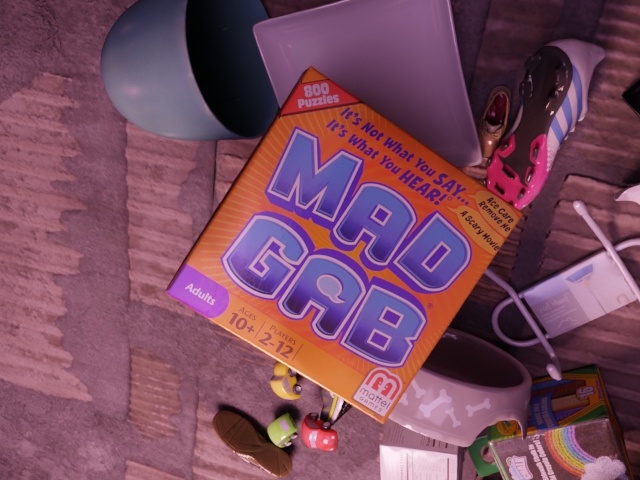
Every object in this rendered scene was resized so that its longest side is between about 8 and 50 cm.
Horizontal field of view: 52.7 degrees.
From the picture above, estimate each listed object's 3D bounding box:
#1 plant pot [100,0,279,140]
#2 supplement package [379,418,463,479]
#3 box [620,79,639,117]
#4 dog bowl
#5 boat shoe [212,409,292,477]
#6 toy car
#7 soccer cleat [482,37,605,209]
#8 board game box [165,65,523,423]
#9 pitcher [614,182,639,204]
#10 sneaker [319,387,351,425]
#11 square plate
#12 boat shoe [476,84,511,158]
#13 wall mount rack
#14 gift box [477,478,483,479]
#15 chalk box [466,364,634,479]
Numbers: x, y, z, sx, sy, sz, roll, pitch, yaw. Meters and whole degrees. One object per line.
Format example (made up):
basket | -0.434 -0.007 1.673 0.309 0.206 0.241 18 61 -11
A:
plant pot | -0.243 -0.312 1.156 0.235 0.293 0.293 -4 110 26
supplement package | 0.214 0.424 1.316 0.145 0.262 0.204 2 112 16
box | 0.608 -0.260 0.973 0.103 0.184 0.261 45 117 -3
dog bowl | 0.230 0.250 1.212 0.349 0.349 0.102 17 101 10
boat shoe | -0.169 0.498 1.563 0.223 0.080 0.073 33 150 8
toy car | -0.072 0.412 1.474 0.239 0.053 0.225 55 138 26
soccer cleat | 0.389 -0.186 1.109 0.116 0.143 0.331 49 146 35
board game box | 0.017 -0.005 1.033 0.356 0.356 0.356 33 93 -9
pitcher | 0.638 -0.057 1.089 0.178 0.125 0.207 -44 82 15
sneaker | 0.031 0.272 1.413 0.121 0.111 0.300 23 117 28
square plate | 0.091 -0.269 1.173 0.344 0.049 0.347 -9 118 20
boat shoe | 0.307 -0.208 1.159 0.050 0.045 0.135 11 114 12
wall mount rack | 0.449 0.083 1.186 0.350 0.130 0.304 -32 99 24
gift box | 0.386 0.701 1.376 0.255 0.258 0.276 25 109 5
chalk box | 0.441 0.399 1.289 0.289 0.179 0.180 -19 105 23
